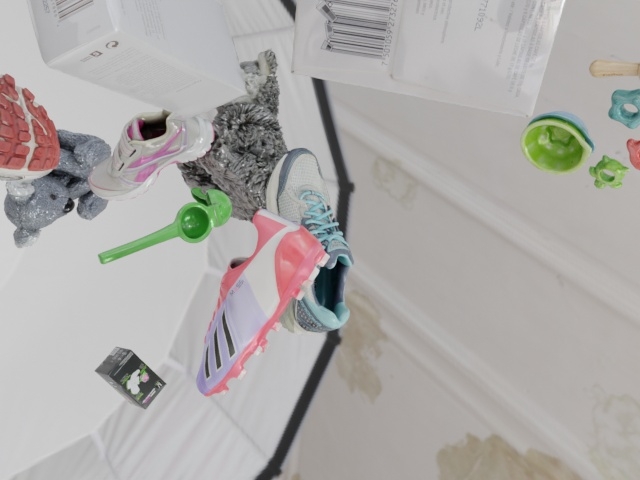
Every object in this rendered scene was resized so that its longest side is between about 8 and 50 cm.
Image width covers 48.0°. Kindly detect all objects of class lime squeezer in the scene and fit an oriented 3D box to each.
[{"bbox_3d":[-0.190,-0.037,1.012,0.110,0.310,0.058,11,-68,9],"label":"lime squeezer"}]

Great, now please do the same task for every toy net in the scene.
[{"bbox_3d":[0.290,-0.120,0.654,0.122,0.045,0.232,40,-32,0],"label":"toy net"}]

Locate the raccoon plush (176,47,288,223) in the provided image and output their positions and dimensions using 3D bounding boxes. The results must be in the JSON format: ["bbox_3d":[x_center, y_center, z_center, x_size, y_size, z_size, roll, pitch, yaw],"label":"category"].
[{"bbox_3d":[-0.086,-0.171,1.496,0.446,0.299,0.216,43,-27,-18],"label":"raccoon plush"}]

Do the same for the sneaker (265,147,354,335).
[{"bbox_3d":[0.000,0.000,1.066,0.122,0.110,0.282,-5,-89,53],"label":"sneaker"}]

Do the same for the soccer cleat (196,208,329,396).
[{"bbox_3d":[-0.086,0.075,0.813,0.095,0.083,0.248,38,-62,3],"label":"soccer cleat"}]

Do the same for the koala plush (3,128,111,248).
[{"bbox_3d":[-0.556,-0.099,1.440,0.203,0.221,0.196,16,-47,-1],"label":"koala plush"}]

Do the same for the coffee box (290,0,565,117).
[{"bbox_3d":[0.163,-0.417,1.016,0.338,0.334,0.337,11,-56,3],"label":"coffee box"}]

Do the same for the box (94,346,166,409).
[{"bbox_3d":[-0.290,0.210,1.100,0.062,0.052,0.083,-3,-49,53],"label":"box"}]

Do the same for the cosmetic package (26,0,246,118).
[{"bbox_3d":[-0.172,-0.206,0.708,0.086,0.231,0.117,-19,-100,19],"label":"cosmetic package"}]

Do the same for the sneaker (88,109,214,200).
[{"bbox_3d":[-0.320,-0.166,1.279,0.111,0.252,0.103,44,19,-52],"label":"sneaker"}]

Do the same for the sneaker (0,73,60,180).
[{"bbox_3d":[-0.306,-0.083,0.518,0.093,0.225,0.088,-43,-135,51],"label":"sneaker"}]
